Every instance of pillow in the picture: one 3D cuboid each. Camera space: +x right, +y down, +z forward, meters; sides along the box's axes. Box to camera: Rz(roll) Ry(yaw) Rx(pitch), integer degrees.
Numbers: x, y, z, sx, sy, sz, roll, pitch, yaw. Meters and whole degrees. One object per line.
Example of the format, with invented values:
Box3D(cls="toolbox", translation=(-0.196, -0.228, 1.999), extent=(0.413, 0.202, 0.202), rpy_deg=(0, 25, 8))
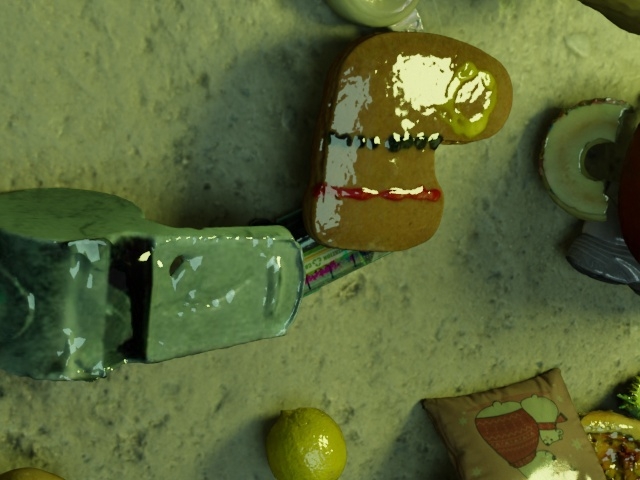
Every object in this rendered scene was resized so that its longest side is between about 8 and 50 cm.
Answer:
Box3D(cls="pillow", translation=(0.280, 0.292, 1.767), extent=(0.236, 0.223, 0.084), rpy_deg=(-9, 145, -24))

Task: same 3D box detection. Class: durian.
Box3D(cls="durian", translation=(0.517, 0.245, 1.898), extent=(0.215, 0.100, 0.086), rpy_deg=(15, 104, -19))

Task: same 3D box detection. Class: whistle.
Box3D(cls="whistle", translation=(-0.220, 0.052, 1.424), extent=(0.404, 0.188, 0.168), rpy_deg=(6, 109, -1))

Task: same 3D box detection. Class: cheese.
Box3D(cls="cheese", translation=(0.080, -0.296, 1.511), extent=(0.137, 0.064, 0.227), rpy_deg=(-36, 121, -3))

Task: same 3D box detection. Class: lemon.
Box3D(cls="lemon", translation=(-0.018, 0.284, 1.686), extent=(0.109, 0.109, 0.133), rpy_deg=(-26, 104, -11))

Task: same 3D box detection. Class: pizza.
Box3D(cls="pizza", translation=(0.470, 0.353, 1.913), extent=(0.161, 0.086, 0.305), rpy_deg=(-41, 123, 20))

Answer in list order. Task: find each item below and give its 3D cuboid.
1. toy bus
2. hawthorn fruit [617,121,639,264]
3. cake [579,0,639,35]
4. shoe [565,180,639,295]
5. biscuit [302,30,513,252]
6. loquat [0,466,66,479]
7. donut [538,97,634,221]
Box3D(cls="toy bus", translation=(0.000, 0.000, 1.589), extent=(0.261, 0.091, 0.109), rpy_deg=(-25, 125, -10))
Box3D(cls="hawthorn fruit", translation=(0.518, -0.044, 1.611), extent=(0.275, 0.275, 0.300), rpy_deg=(19, 76, -28))
Box3D(cls="cake", translation=(0.443, -0.384, 1.486), extent=(0.321, 0.332, 0.332), rpy_deg=(16, 104, -36))
Box3D(cls="shoe", translation=(0.474, 0.014, 1.759), extent=(0.245, 0.095, 0.138), rpy_deg=(20, 90, -3))
Box3D(cls="biscuit", translation=(0.113, -0.112, 1.523), extent=(0.262, 0.052, 0.277), rpy_deg=(9, 97, -30))
Box3D(cls="loquat", translation=(-0.361, 0.355, 1.554), extent=(0.163, 0.137, 0.163), rpy_deg=(-12, 132, -13))
Box3D(cls="donut", translation=(0.349, -0.114, 1.684), extent=(0.108, 0.065, 0.166), rpy_deg=(13, 102, 17))
